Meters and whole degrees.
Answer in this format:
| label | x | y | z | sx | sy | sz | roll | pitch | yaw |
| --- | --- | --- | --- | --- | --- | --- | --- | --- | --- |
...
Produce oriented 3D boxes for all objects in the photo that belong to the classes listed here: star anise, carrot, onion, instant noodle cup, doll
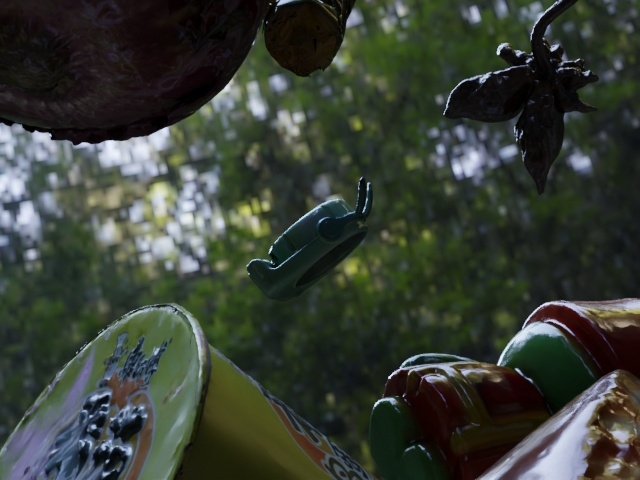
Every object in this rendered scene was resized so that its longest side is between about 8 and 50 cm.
| label | x | y | z | sx | sy | sz | roll | pitch | yaw |
| --- | --- | --- | --- | --- | --- | --- | --- | --- | --- |
| star anise | 0.214 | -0.161 | 1.701 | 0.218 | 0.148 | 0.227 | -11 | -25 | 2 |
| carrot | 0.000 | -0.180 | 1.361 | 0.069 | 0.228 | 0.069 | 3 | -63 | 7 |
| onion | -0.203 | -0.246 | 1.573 | 0.358 | 0.345 | 0.358 | 16 | -47 | 18 |
| instant noodle cup | -0.065 | 0.189 | 1.023 | 0.200 | 0.264 | 0.264 | 32 | -53 | -23 |
| doll | 0.216 | 0.125 | 1.429 | 0.363 | 0.182 | 0.160 | -4 | -56 | -28 |

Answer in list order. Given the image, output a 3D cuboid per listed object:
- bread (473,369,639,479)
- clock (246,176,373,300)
| label | x | y | z | sx | sy | sz | roll | pitch | yaw |
| --- | --- | --- | --- | --- | --- | --- | --- | --- | --- |
| bread | 0.168 | 0.199 | 0.740 | 0.114 | 0.327 | 0.295 | -41 | -55 | 19 |
| clock | 0.000 | 0.000 | 1.734 | 0.135 | 0.041 | 0.101 | -40 | -11 | 5 |
